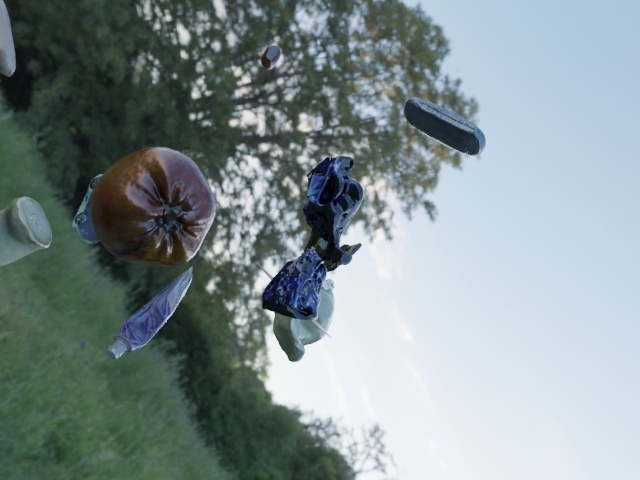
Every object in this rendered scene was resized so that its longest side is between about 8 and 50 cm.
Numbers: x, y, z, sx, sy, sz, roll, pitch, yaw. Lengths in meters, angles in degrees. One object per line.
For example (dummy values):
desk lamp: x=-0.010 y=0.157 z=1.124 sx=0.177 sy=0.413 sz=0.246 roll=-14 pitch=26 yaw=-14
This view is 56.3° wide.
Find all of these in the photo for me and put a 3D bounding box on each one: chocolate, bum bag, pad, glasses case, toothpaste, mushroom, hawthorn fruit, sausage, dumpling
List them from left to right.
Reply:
mushroom: x=-0.724 y=0.024 z=1.097 sx=0.315 sy=0.355 sz=0.315 roll=22 pitch=63 yaw=-54
hawthorn fruit: x=-0.395 y=-0.084 z=1.383 sx=0.298 sy=0.276 sz=0.277 roll=34 pitch=-41 yaw=48
toothpaste: x=-0.391 y=0.171 z=1.406 sx=0.301 sy=0.048 sz=0.075 roll=-51 pitch=136 yaw=-48
sausage: x=-0.178 y=-0.659 z=2.149 sx=0.094 sy=0.059 sz=0.054 roll=-65 pitch=-178 yaw=-26
pad: x=-0.070 y=0.149 z=1.515 sx=0.176 sy=0.002 sz=0.266 roll=46 pitch=-3 yaw=-30
dumpling: x=-0.052 y=0.214 z=1.894 sx=0.243 sy=0.187 sz=0.318 roll=94 pitch=19 yaw=-48
chocolate: x=0.001 y=-0.004 z=1.203 sx=0.126 sy=0.148 sz=0.344 roll=26 pitch=87 yaw=-82
bum bag: x=0.048 y=0.044 z=1.569 sx=0.026 sy=0.109 sz=0.159 roll=50 pitch=-14 yaw=-4
glasses case: x=0.369 y=-0.343 z=1.797 sx=0.282 sy=0.067 sz=0.109 roll=33 pitch=-21 yaw=26

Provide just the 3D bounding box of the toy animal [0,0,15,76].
toy animal: x=-0.552 y=-0.302 z=0.749 sx=0.256 sy=0.195 sz=0.213 roll=-23 pitch=104 yaw=-61

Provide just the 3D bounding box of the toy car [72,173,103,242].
toy car: x=-0.612 y=-0.089 z=1.637 sx=0.095 sy=0.056 sz=0.205 roll=47 pitch=43 yaw=-47
